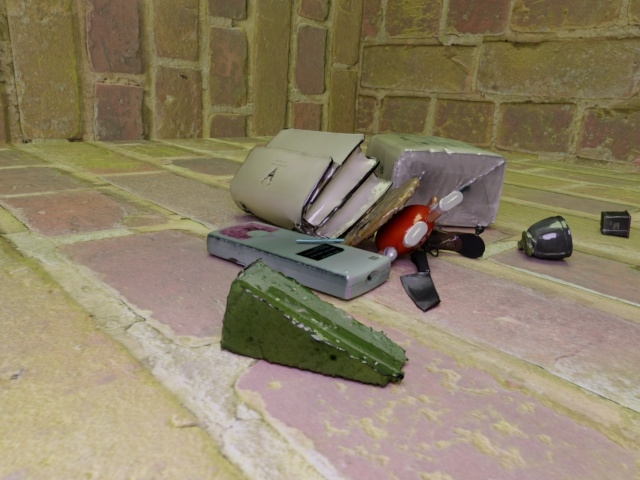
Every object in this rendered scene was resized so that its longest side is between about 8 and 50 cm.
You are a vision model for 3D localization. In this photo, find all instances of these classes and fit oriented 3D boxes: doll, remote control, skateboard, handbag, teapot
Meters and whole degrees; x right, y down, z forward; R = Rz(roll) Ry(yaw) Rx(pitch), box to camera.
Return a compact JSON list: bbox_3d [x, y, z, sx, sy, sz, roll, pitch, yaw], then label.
[{"bbox_3d":[0.172,-0.017,0.977,0.183,0.085,0.217,-43,6,-21],"label":"doll"},{"bbox_3d":[-0.051,0.026,0.917,0.344,0.050,0.145,15,20,35],"label":"remote control"},{"bbox_3d":[0.266,0.008,1.037,0.152,0.067,0.080,4,26,22],"label":"skateboard"},{"bbox_3d":[-0.045,-0.134,1.149,0.236,0.160,0.359,-49,34,-13],"label":"handbag"},{"bbox_3d":[0.474,0.007,1.058,0.091,0.124,0.092,-10,57,8],"label":"teapot"}]

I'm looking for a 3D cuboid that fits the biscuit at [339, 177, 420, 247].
[{"bbox_3d":[0.116,-0.051,0.998,0.033,0.220,0.220,47,19,-4],"label":"biscuit"}]

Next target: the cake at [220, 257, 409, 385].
[{"bbox_3d":[-0.012,0.128,0.628,0.236,0.099,0.100,28,21,10],"label":"cake"}]

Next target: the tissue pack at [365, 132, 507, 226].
[{"bbox_3d":[0.294,-0.180,1.385,0.298,0.207,0.380,4,17,-5],"label":"tissue pack"}]

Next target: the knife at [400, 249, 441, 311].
[{"bbox_3d":[0.171,0.071,0.870,0.060,0.028,0.230,-8,19,6],"label":"knife"}]

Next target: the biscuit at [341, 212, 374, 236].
[{"bbox_3d":[0.053,-0.050,1.212,0.182,0.034,0.215,-13,23,-41],"label":"biscuit"}]

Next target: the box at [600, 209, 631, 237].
[{"bbox_3d":[0.765,-0.045,1.288,0.063,0.060,0.085,2,16,26],"label":"box"}]

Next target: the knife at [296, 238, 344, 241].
[{"bbox_3d":[0.000,0.000,0.918,0.091,0.005,0.014,0,15,-9],"label":"knife"}]
